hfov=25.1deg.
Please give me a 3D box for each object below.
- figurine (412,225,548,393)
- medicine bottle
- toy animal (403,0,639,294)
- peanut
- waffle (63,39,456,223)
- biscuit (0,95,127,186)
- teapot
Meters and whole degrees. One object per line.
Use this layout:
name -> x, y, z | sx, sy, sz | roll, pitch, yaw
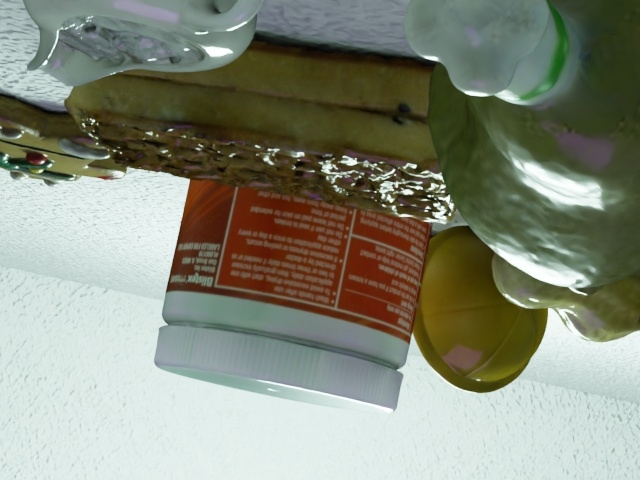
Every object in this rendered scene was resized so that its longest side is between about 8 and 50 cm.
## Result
figurine -> 0.154, 0.061, 1.656 | 0.192, 0.167, 0.257 | 2, -161, -28
medicine bottle -> -0.024, 0.035, 1.451 | 0.253, 0.240, 0.252 | 11, 170, 2
toy animal -> 0.139, -0.093, 0.731 | 0.181, 0.180, 0.363 | 3, 163, 7
peanut -> 0.274, 0.042, 1.509 | 0.236, 0.120, 0.110 | 11, -148, -35
waffle -> -0.031, -0.091, 1.156 | 0.308, 0.091, 0.213 | 11, 171, 6
biscuit -> -0.309, -0.099, 1.590 | 0.197, 0.049, 0.301 | 16, 171, -13
teapot -> -0.104, -0.152, 0.878 | 0.145, 0.092, 0.226 | 15, 169, -37
